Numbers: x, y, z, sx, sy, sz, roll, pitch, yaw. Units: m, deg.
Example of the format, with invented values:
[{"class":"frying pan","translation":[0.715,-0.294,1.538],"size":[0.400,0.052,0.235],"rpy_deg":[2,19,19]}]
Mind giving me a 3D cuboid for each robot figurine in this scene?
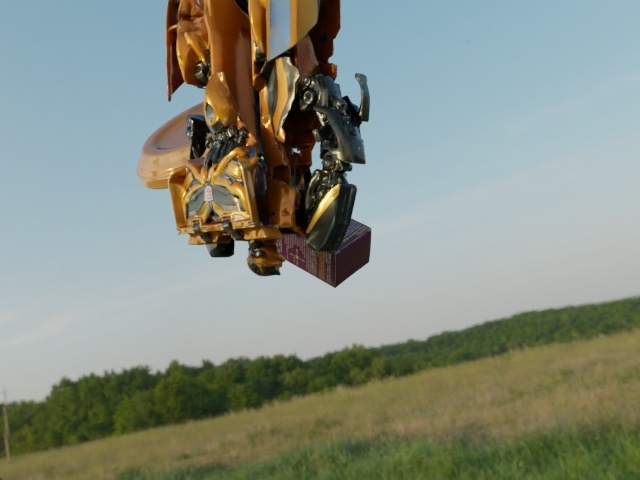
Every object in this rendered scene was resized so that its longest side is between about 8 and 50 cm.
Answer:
[{"class":"robot figurine","translation":[-0.058,-0.117,0.529],"size":[0.085,0.291,0.211],"rpy_deg":[0,-4,-41]}]

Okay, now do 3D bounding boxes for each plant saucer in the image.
[{"class":"plant saucer","translation":[-0.147,-0.135,0.871],"size":[0.200,0.037,0.200],"rpy_deg":[-20,29,12]}]

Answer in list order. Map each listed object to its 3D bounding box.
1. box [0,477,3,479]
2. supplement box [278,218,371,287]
[{"class":"box","translation":[-0.297,0.236,0.453],"size":[0.073,0.295,0.293],"rpy_deg":[-58,-11,1]},{"class":"supplement box","translation":[0.000,0.000,0.662],"size":[0.083,0.043,0.055],"rpy_deg":[29,45,32]}]
